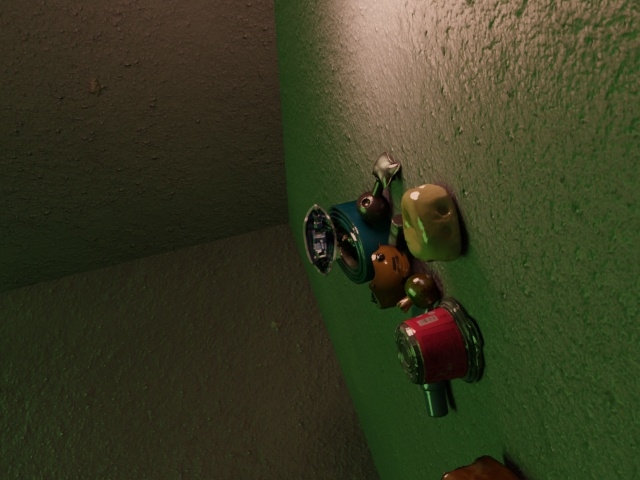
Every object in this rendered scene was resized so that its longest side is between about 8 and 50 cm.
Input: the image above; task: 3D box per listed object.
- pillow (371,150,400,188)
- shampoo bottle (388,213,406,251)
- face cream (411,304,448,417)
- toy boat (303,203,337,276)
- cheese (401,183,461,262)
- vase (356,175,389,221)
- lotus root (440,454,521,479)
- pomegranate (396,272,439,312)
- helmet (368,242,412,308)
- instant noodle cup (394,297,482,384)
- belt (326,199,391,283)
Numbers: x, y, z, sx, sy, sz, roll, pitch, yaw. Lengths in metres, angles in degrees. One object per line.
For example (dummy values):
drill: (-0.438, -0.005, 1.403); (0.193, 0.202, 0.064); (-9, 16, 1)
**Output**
pillow: (0.214, -0.236, 1.770); (0.136, 0.055, 0.091); (-119, 30, -51)
shampoo bottle: (0.266, -0.001, 1.825); (0.208, 0.057, 0.064); (86, 158, -52)
face cream: (0.361, 0.390, 1.784); (0.135, 0.086, 0.386); (158, 103, -77)
toy boat: (0.000, 0.000, 2.079); (0.142, 0.129, 0.309); (-100, 2, -66)
cheese: (0.297, -0.037, 1.460); (0.218, 0.117, 0.235); (87, 168, -53)
vase: (0.196, -0.157, 1.883); (0.120, 0.120, 0.183); (-115, 32, -46)
lotus root: (0.433, 0.763, 1.362); (0.250, 0.316, 0.316); (-158, 55, -67)
pomegranate: (0.299, 0.168, 1.656); (0.115, 0.142, 0.114); (52, 178, 3)
helmet: (0.241, 0.119, 1.762); (0.198, 0.130, 0.224); (71, -152, -54)
instant noodle cup: (0.328, 0.311, 1.563); (0.302, 0.181, 0.258); (95, 159, -60)
belt: (0.152, 0.002, 2.104); (0.436, 0.173, 0.300); (-134, 33, -69)
